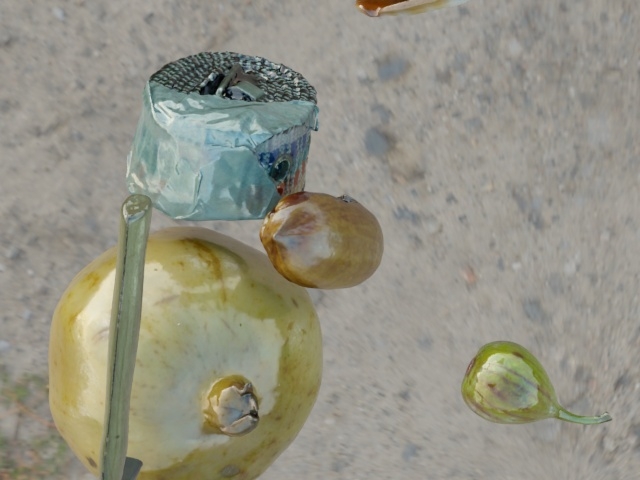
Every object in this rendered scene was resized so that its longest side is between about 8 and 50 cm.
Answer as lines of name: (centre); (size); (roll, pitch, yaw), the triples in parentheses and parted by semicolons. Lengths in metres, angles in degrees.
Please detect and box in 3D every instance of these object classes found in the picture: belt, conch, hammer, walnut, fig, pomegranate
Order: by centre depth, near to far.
hammer: (-0.088, 0.058, 0.626); (0.013, 0.199, 0.062); (17, 39, 6)
conch: (0.104, -0.277, 1.394); (0.176, 0.094, 0.104); (-19, 95, 2)
fig: (0.237, 0.164, 1.532); (0.166, 0.093, 0.093); (15, 82, 15)
walnut: (0.000, 0.000, 1.550); (0.116, 0.207, 0.115); (0, 90, 29)
pomegranate: (-0.158, 0.149, 1.635); (0.342, 0.342, 0.342); (-2, 79, 10)
belt: (-0.108, -0.120, 1.637); (0.207, 0.257, 0.150); (12, 118, 5)
